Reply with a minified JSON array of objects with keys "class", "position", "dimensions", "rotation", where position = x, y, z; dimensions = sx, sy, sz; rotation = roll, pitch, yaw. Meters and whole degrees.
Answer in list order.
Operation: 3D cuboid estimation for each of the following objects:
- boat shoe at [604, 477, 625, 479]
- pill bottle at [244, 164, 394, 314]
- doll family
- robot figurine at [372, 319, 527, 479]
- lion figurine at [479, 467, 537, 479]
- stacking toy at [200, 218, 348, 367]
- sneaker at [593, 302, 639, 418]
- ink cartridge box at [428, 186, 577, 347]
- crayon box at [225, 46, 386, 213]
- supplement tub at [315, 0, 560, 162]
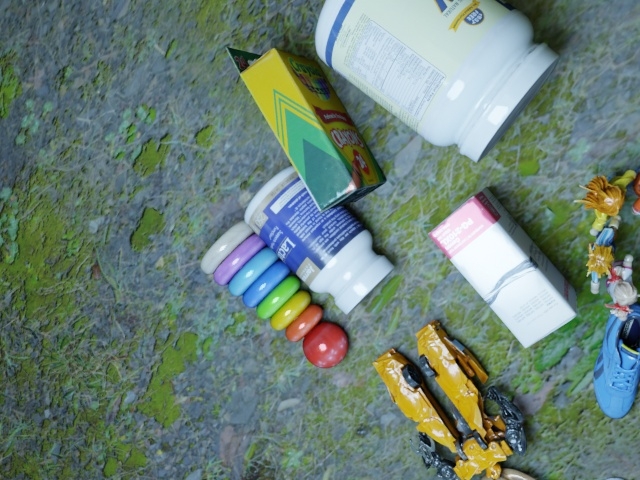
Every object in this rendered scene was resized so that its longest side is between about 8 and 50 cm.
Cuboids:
[{"class":"boat shoe","position":[0.539,0.527,1.097],"dimensions":[0.080,0.076,0.229],"rotation":[-15,94,22]},{"class":"pill bottle","position":[0.000,0.000,1.173],"dimensions":[0.264,0.153,0.153],"rotation":[45,111,9]},{"class":"doll family","position":[0.447,-0.011,0.993],"dimensions":[0.118,0.163,0.263],"rotation":[11,103,19]},{"class":"robot figurine","position":[0.239,0.301,1.165],"dimensions":[0.211,0.085,0.291],"rotation":[-38,82,23]},{"class":"lion figurine","position":[0.294,0.535,1.176],"dimensions":[0.392,0.142,0.240],"rotation":[-49,62,7]},{"class":"stacking toy","position":[-0.075,0.115,1.248],"dimensions":[0.330,0.141,0.141],"rotation":[45,111,1]},{"class":"sneaker","position":[0.497,0.205,1.057],"dimensions":[0.069,0.082,0.209],"rotation":[8,103,18]},{"class":"ink cartridge box","position":[0.304,0.038,1.052],"dimensions":[0.100,0.172,0.237],"rotation":[-42,83,22]},{"class":"crayon box","position":[-0.017,-0.213,1.117],"dimensions":[0.081,0.202,0.319],"rotation":[-32,88,22]},{"class":"supplement tub","position":[0.180,-0.299,1.009],"dimensions":[0.325,0.235,0.235],"rotation":[39,110,10]}]
